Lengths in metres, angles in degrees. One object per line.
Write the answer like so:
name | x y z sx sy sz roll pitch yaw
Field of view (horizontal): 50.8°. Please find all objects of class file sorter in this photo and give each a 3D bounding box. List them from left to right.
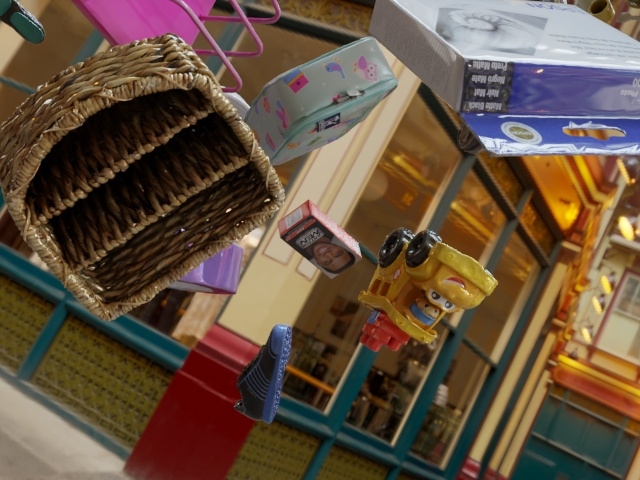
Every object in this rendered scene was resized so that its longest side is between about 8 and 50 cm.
file sorter | -0.159 -0.377 0.946 0.182 0.290 0.202 11 -22 28

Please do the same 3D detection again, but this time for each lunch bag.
lunch bag | 0.001 -0.226 1.135 0.107 0.224 0.279 65 -19 -1

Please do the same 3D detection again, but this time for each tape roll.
tape roll | -0.287 0.037 1.269 0.275 0.090 0.275 8 -10 1

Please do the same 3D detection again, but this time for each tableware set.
tableware set | 0.328 -0.296 0.699 0.024 0.154 0.104 26 -1 -38

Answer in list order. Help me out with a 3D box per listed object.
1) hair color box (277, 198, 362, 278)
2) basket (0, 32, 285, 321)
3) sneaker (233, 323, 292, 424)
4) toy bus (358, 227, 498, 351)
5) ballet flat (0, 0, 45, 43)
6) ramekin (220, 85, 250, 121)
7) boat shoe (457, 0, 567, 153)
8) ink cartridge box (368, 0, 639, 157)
hair color box | 0.000 0.000 1.140 0.141 0.072 0.043 39 25 -36
basket | -0.231 -0.088 0.839 0.223 0.299 0.213 57 -2 33
sneaker | -0.121 0.267 1.373 0.091 0.232 0.081 16 20 9
toy bus | 0.155 0.100 1.121 0.149 0.211 0.220 36 -9 -16
ballet flat | -0.447 -0.330 0.971 0.114 0.041 0.041 45 -17 -28
ramekin | -0.302 -0.295 1.859 0.277 0.277 0.135 33 18 -25
boat shoe | 0.342 -0.335 1.329 0.130 0.355 0.132 14 37 -11
ink cartridge box | 0.181 -0.144 0.550 0.223 0.045 0.224 -4 39 -21
